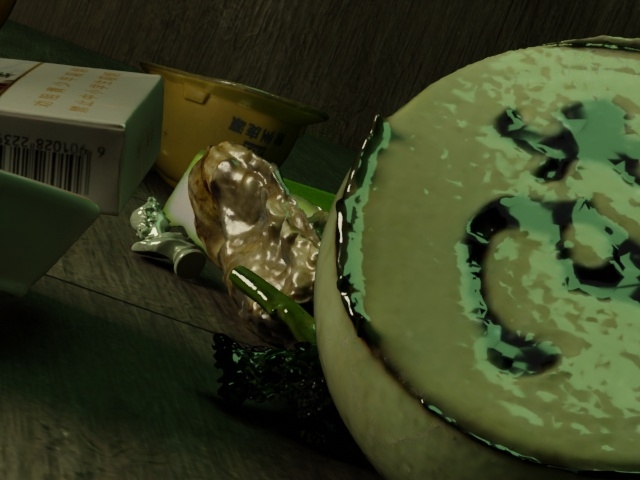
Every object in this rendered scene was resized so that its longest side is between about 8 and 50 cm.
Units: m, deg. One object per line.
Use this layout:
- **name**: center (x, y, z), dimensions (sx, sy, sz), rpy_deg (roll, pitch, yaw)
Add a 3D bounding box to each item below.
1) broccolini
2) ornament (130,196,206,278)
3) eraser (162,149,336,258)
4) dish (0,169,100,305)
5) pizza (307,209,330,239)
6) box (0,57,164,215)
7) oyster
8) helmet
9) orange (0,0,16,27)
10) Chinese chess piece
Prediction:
- **broccolini**: center (-0.043, 0.072, 1.237), dimensions (0.123, 0.062, 0.271), rpy_deg (35, 7, -26)
- **ornament**: center (-0.137, 0.002, 1.534), dimensions (0.092, 0.041, 0.068), rpy_deg (35, 17, 18)
- **eraser**: center (0.000, 0.000, 1.740), dimensions (0.210, 0.092, 0.274), rpy_deg (28, 8, 38)
- **dish**: center (-0.266, -0.010, 1.039), dimensions (0.234, 0.064, 0.154), rpy_deg (18, -20, -32)
- **pizza**: center (0.076, 0.053, 1.460), dimensions (0.188, 0.080, 0.204), rpy_deg (46, 3, -23)
- **box**: center (-0.230, -0.078, 1.141), dimensions (0.233, 0.067, 0.149), rpy_deg (7, 15, 3)
- **oyster**: center (-0.034, 0.018, 1.411), dimensions (0.078, 0.128, 0.345), rpy_deg (-6, 28, -28)
- **helmet**: center (-0.118, -0.113, 1.983), dimensions (0.205, 0.140, 0.257), rpy_deg (15, 4, -34)
- **orange**: center (-0.448, -0.293, 1.735), dimensions (0.312, 0.312, 0.312), rpy_deg (22, 8, -3)
- **Chinese chess piece**: center (0.170, 0.034, 1.088), dimensions (0.349, 0.349, 0.146), rpy_deg (24, -31, 16)
